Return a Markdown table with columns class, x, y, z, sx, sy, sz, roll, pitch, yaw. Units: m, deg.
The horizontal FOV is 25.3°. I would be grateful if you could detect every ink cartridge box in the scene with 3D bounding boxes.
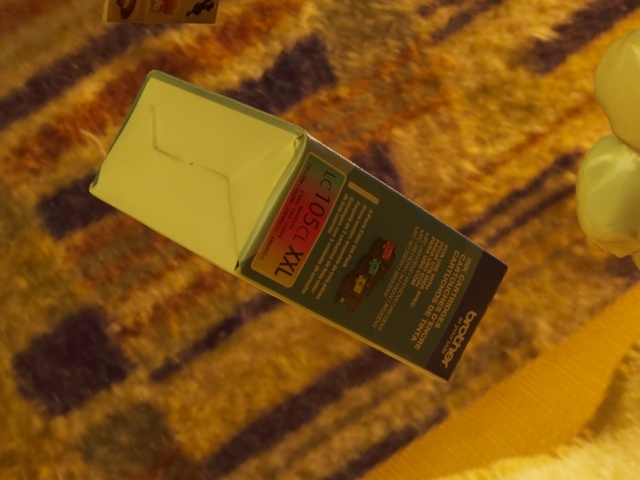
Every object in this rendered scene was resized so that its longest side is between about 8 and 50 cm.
| class | x | y | z | sx | sy | sz | roll | pitch | yaw |
| --- | --- | --- | --- | --- | --- | --- | --- | --- | --- |
| ink cartridge box | 0.000 | 0.000 | 1.457 | 0.395 | 0.270 | 0.151 | 33 | 86 | -43 |

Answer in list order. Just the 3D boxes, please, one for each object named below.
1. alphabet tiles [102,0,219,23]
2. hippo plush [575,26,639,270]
| class | x | y | z | sx | sy | sz | roll | pitch | yaw |
| --- | --- | --- | --- | --- | --- | --- | --- | --- | --- |
| alphabet tiles | -0.123 | -0.304 | 1.239 | 0.198 | 0.009 | 0.237 | -6 | 116 | -40 |
| hippo plush | 0.337 | -0.042 | 0.913 | 0.294 | 0.236 | 0.234 | -32 | 136 | -20 |
